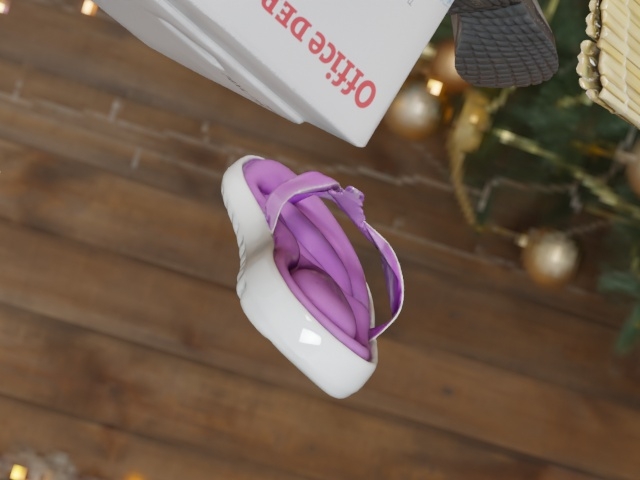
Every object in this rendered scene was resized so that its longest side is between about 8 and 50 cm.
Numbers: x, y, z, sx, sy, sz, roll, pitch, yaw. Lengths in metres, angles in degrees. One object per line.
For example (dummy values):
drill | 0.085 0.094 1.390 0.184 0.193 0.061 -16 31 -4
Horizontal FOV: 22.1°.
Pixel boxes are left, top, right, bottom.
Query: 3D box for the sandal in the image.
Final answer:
sandal | 0.011 0.010 1.351 0.102 0.169 0.416 -42 18 10

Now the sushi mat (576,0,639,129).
sushi mat | 0.210 -0.100 0.860 0.019 0.316 0.151 -3 75 35

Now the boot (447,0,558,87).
boot | 0.189 -0.320 1.780 0.338 0.118 0.222 59 -151 -65

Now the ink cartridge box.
ink cartridge box | -0.020 -0.232 0.925 0.197 0.198 0.270 28 85 37
